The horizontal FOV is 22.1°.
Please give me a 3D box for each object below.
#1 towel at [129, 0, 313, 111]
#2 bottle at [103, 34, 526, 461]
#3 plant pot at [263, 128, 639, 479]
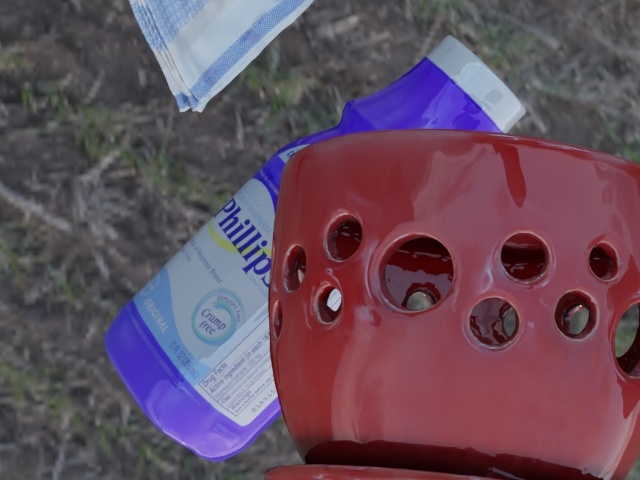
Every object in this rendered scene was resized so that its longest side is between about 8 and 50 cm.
[{"bbox_3d":[-0.108,-0.285,1.520,0.209,0.034,0.285,-46,133,-27],"label":"towel"},{"bbox_3d":[0.000,0.000,0.977,0.283,0.118,0.092,-45,135,5],"label":"bottle"},{"bbox_3d":[0.067,0.055,0.741,0.191,0.174,0.191,6,165,2],"label":"plant pot"}]
